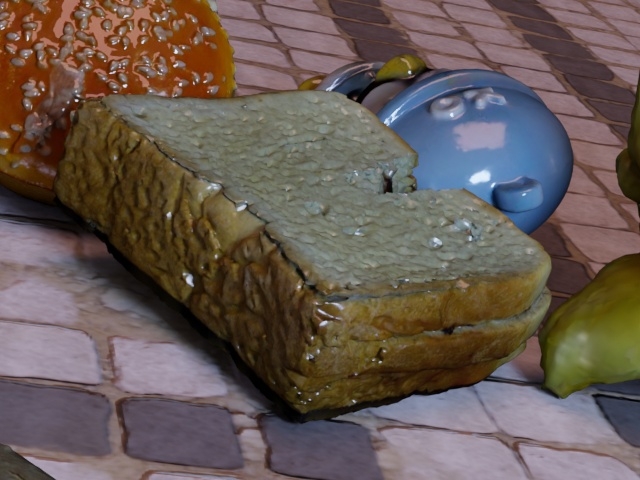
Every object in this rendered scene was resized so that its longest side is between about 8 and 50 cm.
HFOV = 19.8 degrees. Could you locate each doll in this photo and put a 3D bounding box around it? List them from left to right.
[{"bbox_3d":[0.082,-0.074,1.430,0.177,0.141,0.314,-18,26,-21],"label":"doll"}]

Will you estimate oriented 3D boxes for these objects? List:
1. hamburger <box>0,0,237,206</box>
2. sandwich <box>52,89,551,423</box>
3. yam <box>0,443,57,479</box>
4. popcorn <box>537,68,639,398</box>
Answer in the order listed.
[{"bbox_3d":[-0.172,-0.123,1.330,0.236,0.147,0.237,8,49,-10],"label":"hamburger"},{"bbox_3d":[0.001,-0.001,1.203,0.249,0.095,0.273,-7,35,-43],"label":"sandwich"},{"bbox_3d":[-0.080,0.173,0.726,0.106,0.106,0.259,-8,30,-45],"label":"yam"},{"bbox_3d":[0.312,-0.020,1.247,0.321,0.290,0.325,7,-8,-7],"label":"popcorn"}]
